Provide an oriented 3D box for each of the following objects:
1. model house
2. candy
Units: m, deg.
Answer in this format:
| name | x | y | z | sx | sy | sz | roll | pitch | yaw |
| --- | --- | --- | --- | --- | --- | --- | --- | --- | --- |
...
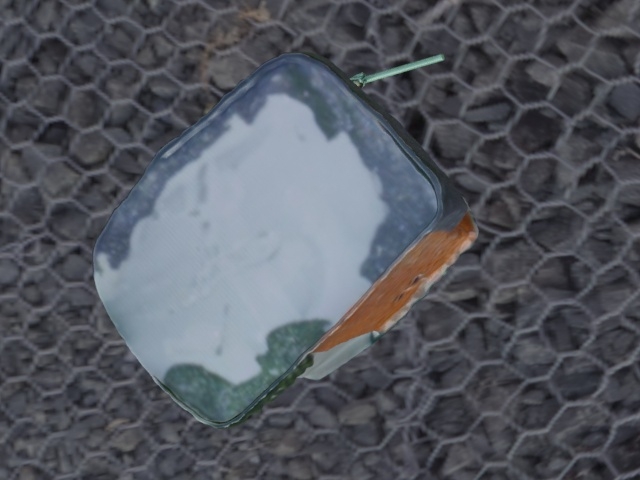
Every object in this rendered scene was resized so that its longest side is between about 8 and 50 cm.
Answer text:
| name | x | y | z | sx | sy | sz | roll | pitch | yaw |
| --- | --- | --- | --- | --- | --- | --- | --- | --- | --- |
| model house | 0.000 | 0.000 | 1.075 | 0.271 | 0.301 | 0.190 | -47 | 73 | 16 |
| candy | 0.059 | -0.229 | 1.879 | 0.288 | 0.078 | 0.084 | -10 | 126 | 36 |
